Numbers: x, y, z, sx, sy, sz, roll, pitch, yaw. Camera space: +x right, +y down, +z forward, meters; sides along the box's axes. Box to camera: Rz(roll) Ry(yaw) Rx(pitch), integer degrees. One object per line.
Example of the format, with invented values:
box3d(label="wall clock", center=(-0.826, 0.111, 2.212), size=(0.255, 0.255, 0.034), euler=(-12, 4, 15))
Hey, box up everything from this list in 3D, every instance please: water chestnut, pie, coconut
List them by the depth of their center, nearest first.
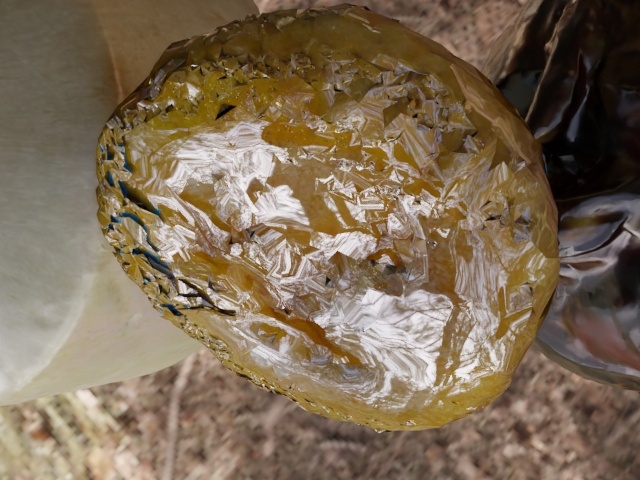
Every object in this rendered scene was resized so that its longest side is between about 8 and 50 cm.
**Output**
box3d(label="pie", center=(0.000, 0.000, 0.788), size=(0.273, 0.069, 0.273), euler=(12, 130, 15))
box3d(label="water chestnut", center=(0.198, -0.034, 0.920), size=(0.300, 0.300, 0.300), euler=(12, 118, 23))
box3d(label="coconut", center=(-0.221, -0.080, 1.015), size=(0.345, 0.415, 0.415), euler=(-37, 93, 29))
